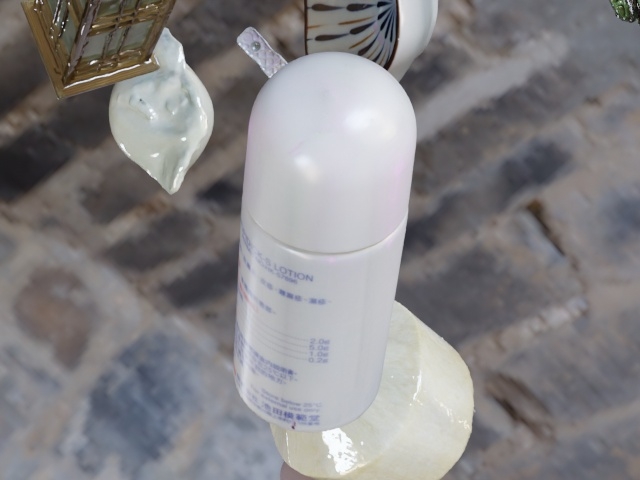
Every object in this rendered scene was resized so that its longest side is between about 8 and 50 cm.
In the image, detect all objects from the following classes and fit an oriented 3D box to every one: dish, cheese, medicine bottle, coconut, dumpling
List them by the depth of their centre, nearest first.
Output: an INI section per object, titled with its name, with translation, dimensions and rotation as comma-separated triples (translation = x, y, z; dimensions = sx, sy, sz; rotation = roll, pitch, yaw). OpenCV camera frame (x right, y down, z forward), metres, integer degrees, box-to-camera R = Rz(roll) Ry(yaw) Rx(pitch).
[medicine bottle]
translation = 0.000, 0.000, 1.331
dimensions = 0.130, 0.130, 0.341
rotation = -55, -20, -39
[dish]
translation = 0.052, -0.199, 1.433
dimensions = 0.066, 0.191, 0.190
rotation = -1, -6, -26
[coconut]
translation = 0.043, 0.160, 1.744
dimensions = 0.202, 0.222, 0.202
rotation = -17, 57, 29
[dumpling]
translation = -0.181, -0.164, 1.985
dimensions = 0.229, 0.124, 0.151
rotation = 65, 146, 37
[cheese]
translation = -0.030, -0.189, 2.099
dimensions = 0.097, 0.192, 0.037
rotation = -44, -2, 10

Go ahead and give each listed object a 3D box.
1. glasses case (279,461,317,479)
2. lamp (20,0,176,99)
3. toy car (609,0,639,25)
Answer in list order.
[glasses case]
translation = 0.025, 0.309, 1.854
dimensions = 0.113, 0.075, 0.297
rotation = -35, 33, 11
[lamp]
translation = -0.144, -0.202, 1.206
dimensions = 0.090, 0.089, 0.325
rotation = -19, -9, -20
[toy car]
translation = 0.305, -0.349, 1.689
dimensions = 0.136, 0.306, 0.125
rotation = -29, -22, -10
